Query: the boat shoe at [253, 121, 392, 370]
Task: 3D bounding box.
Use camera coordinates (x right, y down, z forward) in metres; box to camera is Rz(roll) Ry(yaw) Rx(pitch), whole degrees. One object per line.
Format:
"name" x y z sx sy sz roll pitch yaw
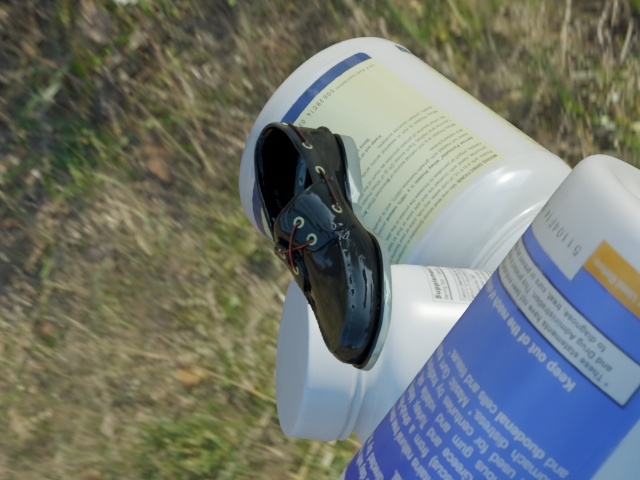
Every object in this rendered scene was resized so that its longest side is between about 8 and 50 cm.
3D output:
"boat shoe" -0.001 0.001 0.763 0.042 0.049 0.133 12 39 -24

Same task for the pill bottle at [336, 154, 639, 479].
"pill bottle" 0.097 0.111 0.813 0.152 0.152 0.272 40 105 14

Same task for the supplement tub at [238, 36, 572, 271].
"supplement tub" 0.104 -0.023 1.771 0.235 0.235 0.325 -49 58 -3

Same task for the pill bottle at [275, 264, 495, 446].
"pill bottle" 0.113 0.103 1.526 0.283 0.160 0.160 4 79 -12
